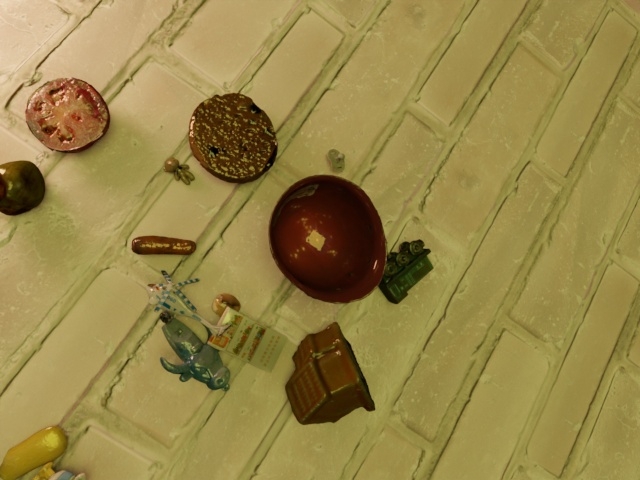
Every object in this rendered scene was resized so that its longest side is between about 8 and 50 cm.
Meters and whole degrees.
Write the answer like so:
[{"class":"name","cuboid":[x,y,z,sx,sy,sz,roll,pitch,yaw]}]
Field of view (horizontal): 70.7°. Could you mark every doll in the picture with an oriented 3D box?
[{"class":"doll","cuboid":[-0.437,-0.216,1.400,0.093,0.051,0.061,46,71,-35]},{"class":"doll","cuboid":[-0.650,0.690,1.182,0.241,0.099,0.135,41,52,-7]}]

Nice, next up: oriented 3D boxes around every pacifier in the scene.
[{"class":"pacifier","cuboid":[0.064,-0.274,1.517,0.068,0.064,0.083,-19,88,-34]}]

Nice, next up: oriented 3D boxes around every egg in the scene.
[{"class":"egg","cuboid":[-0.283,0.196,1.359,0.083,0.071,0.071,20,78,-21]}]

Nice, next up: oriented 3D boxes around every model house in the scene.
[{"class":"model house","cuboid":[0.007,0.419,1.373,0.239,0.173,0.268,-24,58,-4]}]

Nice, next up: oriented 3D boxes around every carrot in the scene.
[{"class":"carrot","cuboid":[-0.465,0.015,1.345,0.186,0.060,0.060,1,82,-17]}]

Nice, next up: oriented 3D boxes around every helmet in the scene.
[{"class":"helmet","cuboid":[0.000,0.000,1.376,0.385,0.230,0.337,47,75,-13]}]

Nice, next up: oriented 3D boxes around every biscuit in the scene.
[{"class":"biscuit","cuboid":[-0.275,-0.319,1.429,0.296,0.075,0.296,3,81,-19]}]

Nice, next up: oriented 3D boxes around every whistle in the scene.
[{"class":"whistle","cuboid":[-0.356,0.335,1.310,0.269,0.093,0.180,49,50,-3]}]

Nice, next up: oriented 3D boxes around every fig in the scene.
[{"class":"fig","cuboid":[-0.837,-0.148,1.242,0.144,0.154,0.166,14,48,2]}]

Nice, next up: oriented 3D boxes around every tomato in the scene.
[{"class":"tomato","cuboid":[-0.727,-0.354,1.314,0.225,0.085,0.225,1,85,-12]}]

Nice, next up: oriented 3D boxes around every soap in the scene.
[{"class":"soap","cuboid":[-0.765,0.564,1.202,0.168,0.033,0.089,-24,87,-16]}]

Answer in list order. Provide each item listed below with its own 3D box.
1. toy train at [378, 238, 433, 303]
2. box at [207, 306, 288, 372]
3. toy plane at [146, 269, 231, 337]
[{"class":"toy train","cuboid":[0.282,0.097,1.511,0.225,0.090,0.137,-37,100,-16]},{"class":"box","cuboid":[-0.213,0.300,1.349,0.220,0.032,0.122,34,76,-27]},{"class":"toy plane","cuboid":[-0.384,0.195,1.301,0.273,0.182,0.107,24,121,-5]}]
